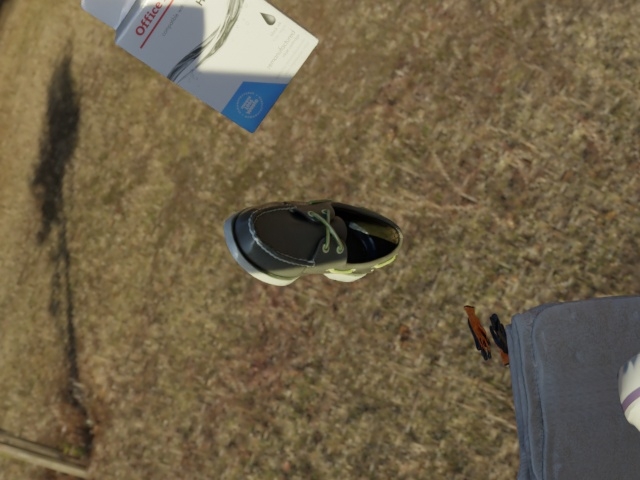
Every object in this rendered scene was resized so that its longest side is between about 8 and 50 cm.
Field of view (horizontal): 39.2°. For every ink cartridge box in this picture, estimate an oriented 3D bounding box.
[{"bbox_3d":[-0.106,-0.187,0.777,0.104,0.180,0.060,-53,23,13],"label":"ink cartridge box"}]

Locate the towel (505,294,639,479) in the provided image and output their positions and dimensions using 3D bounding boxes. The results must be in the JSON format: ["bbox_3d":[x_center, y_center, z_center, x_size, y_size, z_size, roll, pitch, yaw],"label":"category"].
[{"bbox_3d":[0.312,0.142,0.832,0.049,0.282,0.187,144,123,-79],"label":"towel"}]

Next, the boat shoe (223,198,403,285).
[{"bbox_3d":[-0.001,-0.004,1.151,0.091,0.305,0.109,-25,73,30],"label":"boat shoe"}]

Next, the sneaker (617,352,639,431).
[{"bbox_3d":[0.283,0.132,0.417,0.102,0.282,0.161,97,-177,-58],"label":"sneaker"}]

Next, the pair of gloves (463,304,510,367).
[{"bbox_3d":[0.213,0.119,1.122,0.010,0.083,0.074,-34,54,32],"label":"pair of gloves"}]
